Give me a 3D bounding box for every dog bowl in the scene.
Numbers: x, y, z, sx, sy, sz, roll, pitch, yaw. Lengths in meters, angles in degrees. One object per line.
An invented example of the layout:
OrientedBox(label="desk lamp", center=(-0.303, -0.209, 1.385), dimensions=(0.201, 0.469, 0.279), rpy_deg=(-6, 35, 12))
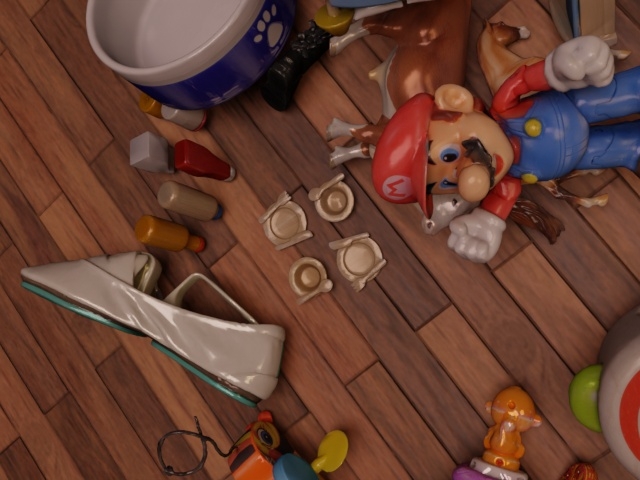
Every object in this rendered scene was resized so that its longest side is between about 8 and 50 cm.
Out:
OrientedBox(label="dog bowl", center=(-0.167, -0.309, 0.911), dimensions=(0.264, 0.104, 0.265), rpy_deg=(-8, 70, 23))

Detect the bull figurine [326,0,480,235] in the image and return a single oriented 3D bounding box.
OrientedBox(label="bull figurine", center=(0.104, -0.162, 0.853), dimensions=(0.188, 0.101, 0.311), rpy_deg=(3, 89, 7))

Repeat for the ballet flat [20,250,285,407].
OrientedBox(label="ballet flat", center=(-0.224, 0.092, 0.977), dimensions=(0.400, 0.139, 0.139), rpy_deg=(24, 98, 13))

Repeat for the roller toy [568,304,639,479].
OrientedBox(label="roller toy", center=(0.394, 0.161, 0.737), dimensions=(0.209, 0.146, 0.191), rpy_deg=(39, 112, 9))

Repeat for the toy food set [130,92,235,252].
OrientedBox(label="toy food set", center=(-0.190, -0.104, 0.984), dimensions=(0.111, 0.104, 0.232), rpy_deg=(-19, 66, 32))

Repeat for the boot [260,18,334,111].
OrientedBox(label="boot", center=(-0.030, -0.231, 0.923), dimensions=(0.045, 0.121, 0.099), rpy_deg=(40, 74, 1))

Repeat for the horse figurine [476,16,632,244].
OrientedBox(label="horse figurine", center=(0.257, -0.132, 0.826), dimensions=(0.174, 0.066, 0.263), rpy_deg=(9, 91, 12))

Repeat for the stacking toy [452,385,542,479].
OrientedBox(label="stacking toy", center=(0.196, 0.319, 0.821), dimensions=(0.175, 0.165, 0.302), rpy_deg=(11, 83, 30))

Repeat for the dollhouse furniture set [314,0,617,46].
OrientedBox(label="dollhouse furniture set", center=(0.149, -0.334, 0.787), dimensions=(0.303, 0.198, 0.286), rpy_deg=(-10, 52, 15))

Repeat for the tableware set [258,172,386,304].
OrientedBox(label="tableware set", center=(0.000, 0.000, 0.940), dimensions=(0.141, 0.020, 0.169), rpy_deg=(-27, 81, 17))

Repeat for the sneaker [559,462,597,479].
OrientedBox(label="sneaker", center=(0.305, 0.345, 0.825), dimensions=(0.067, 0.064, 0.175), rpy_deg=(7, 98, -1))

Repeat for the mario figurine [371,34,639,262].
OrientedBox(label="mario figurine", center=(0.212, -0.083, 0.708), dimensions=(0.320, 0.170, 0.198), rpy_deg=(-10, 89, 1))

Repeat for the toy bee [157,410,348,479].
OrientedBox(label="toy bee", center=(-0.050, 0.295, 0.910), dimensions=(0.195, 0.162, 0.298), rpy_deg=(-25, 107, 10))
